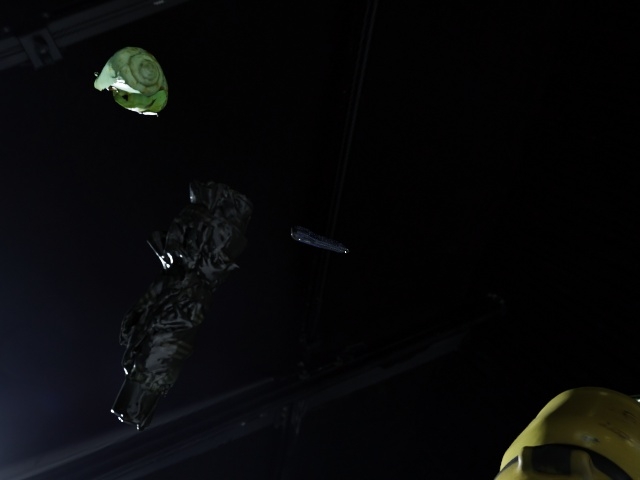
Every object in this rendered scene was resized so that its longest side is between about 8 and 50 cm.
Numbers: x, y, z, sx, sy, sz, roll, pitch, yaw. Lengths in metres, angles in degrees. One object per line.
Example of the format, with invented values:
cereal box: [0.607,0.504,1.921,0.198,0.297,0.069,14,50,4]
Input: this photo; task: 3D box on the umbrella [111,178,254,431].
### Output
umbrella: [-0.203,0.075,0.714,0.128,0.154,0.337,28,-105,-20]

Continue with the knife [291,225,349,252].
knife: [0.000,0.000,0.971,0.121,0.018,0.031,17,-37,-18]

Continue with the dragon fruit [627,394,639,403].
dragon fruit: [0.528,0.301,0.783,0.268,0.130,0.295,7,-22,-42]

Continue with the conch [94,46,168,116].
conch: [-0.292,-0.237,0.803,0.079,0.170,0.106,-40,-62,-33]

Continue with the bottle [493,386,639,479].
bottle: [0.273,0.266,0.542,0.351,0.171,0.172,7,-65,-55]
